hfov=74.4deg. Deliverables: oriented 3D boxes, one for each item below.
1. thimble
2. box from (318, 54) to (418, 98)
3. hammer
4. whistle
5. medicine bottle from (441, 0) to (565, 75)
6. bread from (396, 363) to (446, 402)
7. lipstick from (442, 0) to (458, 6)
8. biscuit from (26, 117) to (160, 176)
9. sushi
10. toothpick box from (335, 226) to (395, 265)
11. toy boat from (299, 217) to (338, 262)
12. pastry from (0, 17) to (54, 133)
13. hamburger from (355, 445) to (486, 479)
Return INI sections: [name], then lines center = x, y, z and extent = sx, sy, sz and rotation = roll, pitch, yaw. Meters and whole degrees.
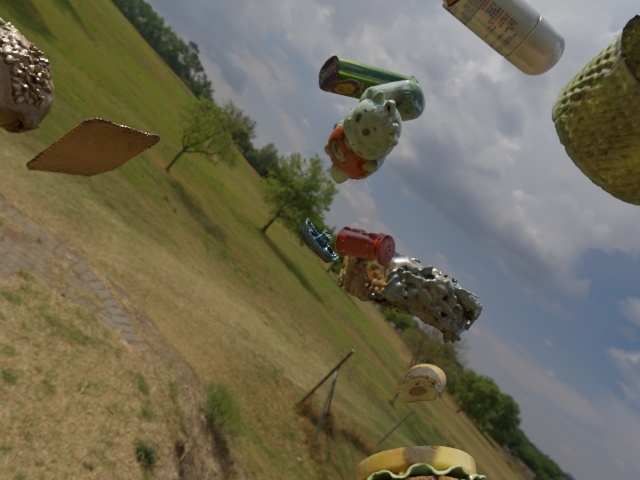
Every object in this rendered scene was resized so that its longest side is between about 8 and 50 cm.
[thimble]
center = 0.526, -0.197, 0.663
extent = 0.271, 0.270, 0.150
rotation = 45, -29, 7
[box]
center = 0.173, -0.550, 1.472
extent = 0.345, 0.097, 0.134
rotation = 2, -9, -29
[hammer]
center = 0.147, -0.372, 1.220
extent = 0.206, 0.335, 0.119
rotation = 5, -60, 44
[whistle]
center = 0.067, -0.166, 0.732
extent = 0.105, 0.102, 0.253
rotation = 13, -19, -13
[medicine bottle]
center = 0.493, -0.572, 1.114
extent = 0.340, 0.130, 0.130
rotation = 36, 0, -7
[bread]
center = 0.320, 0.443, 1.327
extent = 0.173, 0.134, 0.085
rotation = 2, 73, -67
[lipstick]
center = 0.290, -0.628, 0.986
extent = 0.145, 0.045, 0.045
rotation = 45, 24, -42
[biscuit]
center = -0.545, -0.216, 1.026
extent = 0.013, 0.236, 0.232
rotation = 67, 18, 5
[sushi]
center = 0.259, 0.141, 1.212
extent = 0.417, 0.176, 0.417
rotation = 25, 3, -2
[toothpick box]
center = 0.067, 0.008, 0.620
extent = 0.083, 0.047, 0.047
rotation = 12, -23, 41
[toy boat]
center = 0.000, 0.000, 1.145
extent = 0.137, 0.061, 0.060
rotation = 48, 21, -1
[pastry]
center = -0.610, -0.322, 0.731
extent = 0.311, 0.162, 0.255
rotation = 43, 20, 27
[hamburger]
center = 0.182, 0.523, 0.758
extent = 0.274, 0.274, 0.212
rotation = 45, 29, -32
